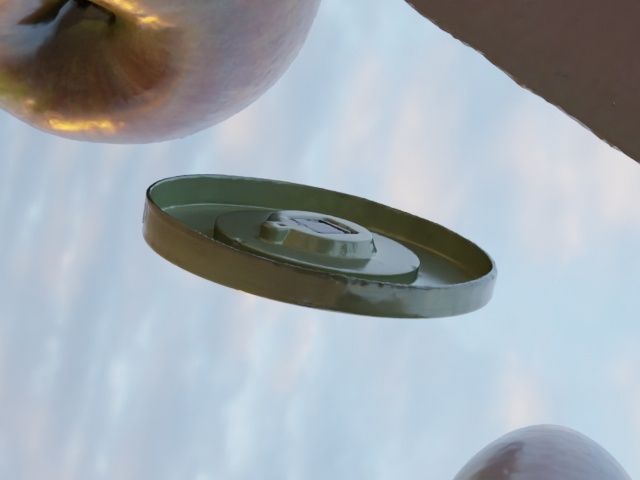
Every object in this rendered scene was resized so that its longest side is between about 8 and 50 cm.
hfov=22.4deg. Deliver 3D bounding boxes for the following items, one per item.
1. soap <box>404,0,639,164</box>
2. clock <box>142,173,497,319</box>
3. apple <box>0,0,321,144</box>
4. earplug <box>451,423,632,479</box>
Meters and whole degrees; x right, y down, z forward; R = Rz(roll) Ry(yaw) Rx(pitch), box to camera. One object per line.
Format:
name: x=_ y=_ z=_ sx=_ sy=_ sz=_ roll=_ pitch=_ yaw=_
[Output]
soap: x=0.172 y=-0.167 z=0.580 sx=0.285 sy=0.107 sz=0.296 roll=39 pitch=-72 yaw=36
clock: x=0.000 y=0.000 z=1.060 sx=0.235 sy=0.235 sz=0.029 roll=-141 pitch=-122 yaw=-62
apple: x=-0.179 y=-0.283 z=1.434 sx=0.400 sy=0.400 sz=0.333 roll=-49 pitch=-159 yaw=46
earplug: x=0.114 y=0.194 z=0.862 sx=0.301 sy=0.172 sz=0.172 roll=-68 pitch=-179 yaw=-66
